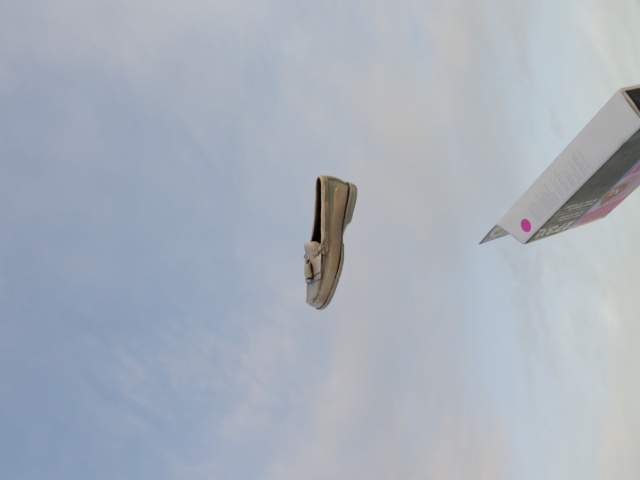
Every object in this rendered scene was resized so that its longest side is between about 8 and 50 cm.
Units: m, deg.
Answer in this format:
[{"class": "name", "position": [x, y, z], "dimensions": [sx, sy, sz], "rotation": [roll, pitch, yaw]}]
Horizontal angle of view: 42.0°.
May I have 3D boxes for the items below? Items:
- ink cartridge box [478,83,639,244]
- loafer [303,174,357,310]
[{"class": "ink cartridge box", "position": [0.386, -0.089, 1.181], "dimensions": [0.175, 0.371, 0.069], "rotation": [-16, -112, -29]}, {"class": "loafer", "position": [0.000, 0.000, 0.764], "dimensions": [0.039, 0.045, 0.125], "rotation": [22, -109, -24]}]
